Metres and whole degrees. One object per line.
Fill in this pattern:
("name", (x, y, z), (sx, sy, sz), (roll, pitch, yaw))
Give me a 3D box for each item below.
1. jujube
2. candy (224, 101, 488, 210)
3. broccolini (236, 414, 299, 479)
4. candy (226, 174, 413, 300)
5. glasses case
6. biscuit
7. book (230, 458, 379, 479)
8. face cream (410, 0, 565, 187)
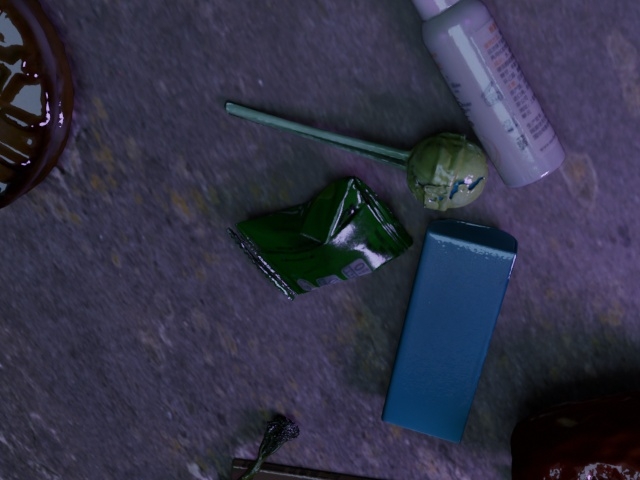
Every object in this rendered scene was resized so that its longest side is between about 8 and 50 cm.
("jujube", (0.410, 0.298, 1.027), (0.318, 0.223, 0.223), (-3, 114, 15))
("candy", (0.037, -0.118, 0.971), (0.336, 0.092, 0.093), (18, 156, 9))
("broccolini", (-0.104, 0.351, 1.209), (0.044, 0.042, 0.218), (42, 109, 26))
("candy", (-0.002, 0.001, 1.025), (0.203, 0.078, 0.141), (-24, 109, 24))
("glasses case", (0.167, 0.121, 1.061), (0.117, 0.070, 0.300), (15, 118, 9))
("biscuit", (-0.456, -0.166, 0.999), (0.268, 0.115, 0.366), (37, 116, -8))
("book", (0.010, 0.455, 1.264), (0.311, 0.021, 0.216), (7, 116, 6))
("face cream", (0.182, -0.189, 0.903), (0.082, 0.082, 0.269), (-28, 107, 20))
